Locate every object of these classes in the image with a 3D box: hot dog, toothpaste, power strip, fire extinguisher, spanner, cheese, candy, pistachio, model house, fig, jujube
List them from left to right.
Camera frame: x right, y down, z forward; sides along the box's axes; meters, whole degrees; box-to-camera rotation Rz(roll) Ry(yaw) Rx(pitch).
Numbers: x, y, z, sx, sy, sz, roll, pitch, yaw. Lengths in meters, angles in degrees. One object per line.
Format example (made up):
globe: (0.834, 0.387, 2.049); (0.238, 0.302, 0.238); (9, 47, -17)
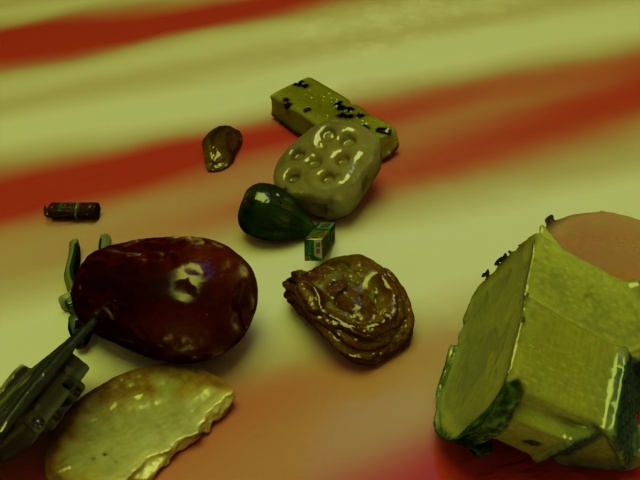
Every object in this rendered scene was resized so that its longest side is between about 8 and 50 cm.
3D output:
power strip: (-0.448, 0.259, 1.267); (0.251, 0.092, 0.257); (-27, 22, 38)
fire extinguisher: (-0.545, -0.063, 1.789); (0.132, 0.039, 0.056); (0, 29, 8)
spanner: (-0.445, 0.091, 1.573); (0.095, 0.040, 0.325); (-10, 37, -4)
jujube: (-0.266, 0.096, 1.411); (0.318, 0.223, 0.223); (5, 39, 21)
pistachio: (-0.239, -0.228, 1.945); (0.089, 0.049, 0.173); (1, 38, 11)
fig: (-0.078, -0.043, 1.646); (0.177, 0.117, 0.117); (25, 43, 4)
toothpaste: (0.000, 0.000, 1.561); (0.037, 0.043, 0.178); (-1, 11, 9)
cheese: (0.021, -0.141, 1.716); (0.235, 0.117, 0.218); (-20, 50, 15)
hot dog: (0.040, 0.099, 1.432); (0.175, 0.114, 0.259); (-27, 43, -26)
model house: (0.345, 0.195, 1.212); (0.266, 0.261, 0.321); (23, 59, -3)
candy: (0.495, 0.044, 1.452); (0.255, 0.094, 0.255); (-4, 38, 3)

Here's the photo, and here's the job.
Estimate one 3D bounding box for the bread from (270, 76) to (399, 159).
bread: (0.029, -0.279, 1.949); (0.138, 0.077, 0.361); (-27, 42, -23)

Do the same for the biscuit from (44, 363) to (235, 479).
biscuit: (-0.300, 0.293, 1.292); (0.204, 0.040, 0.309); (27, 48, 35)
